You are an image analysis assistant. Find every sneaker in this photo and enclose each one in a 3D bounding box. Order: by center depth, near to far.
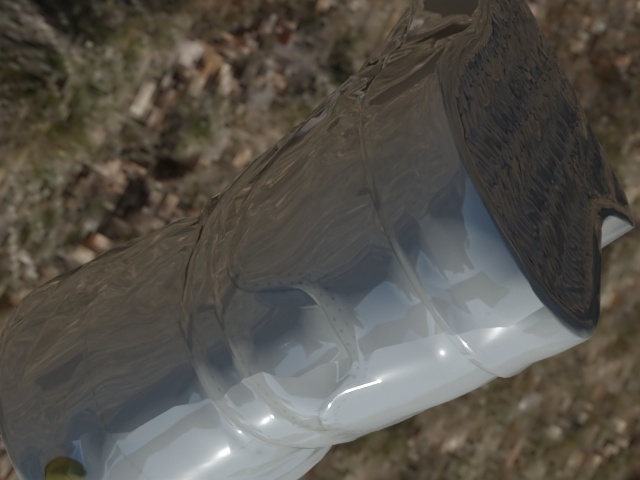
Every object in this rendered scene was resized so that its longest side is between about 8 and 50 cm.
[{"bbox_3d":[0.000,0.000,0.519,0.169,0.108,0.292,-30,-178,18],"label":"sneaker"}]
